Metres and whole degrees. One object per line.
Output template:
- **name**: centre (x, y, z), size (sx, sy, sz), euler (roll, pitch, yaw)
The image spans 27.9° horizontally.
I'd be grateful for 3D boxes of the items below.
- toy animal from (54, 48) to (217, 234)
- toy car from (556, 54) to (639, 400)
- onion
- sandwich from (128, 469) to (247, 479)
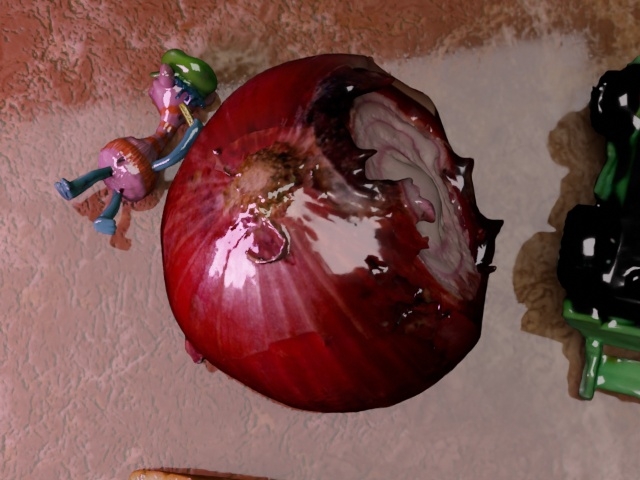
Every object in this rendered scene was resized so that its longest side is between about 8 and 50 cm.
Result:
- **toy animal**: centre (-0.178, -0.100, 1.333), size (0.103, 0.100, 0.208), euler (24, 65, 40)
- **toy car**: centre (0.364, -0.011, 1.303), size (0.213, 0.176, 0.358), euler (10, 73, 19)
- **onion**: centre (-0.002, 0.002, 1.223), size (0.341, 0.341, 0.341), euler (0, 82, -2)
- **sandwich**: centre (-0.088, 0.300, 1.314), size (0.187, 0.144, 0.117), euler (11, 82, -31)
